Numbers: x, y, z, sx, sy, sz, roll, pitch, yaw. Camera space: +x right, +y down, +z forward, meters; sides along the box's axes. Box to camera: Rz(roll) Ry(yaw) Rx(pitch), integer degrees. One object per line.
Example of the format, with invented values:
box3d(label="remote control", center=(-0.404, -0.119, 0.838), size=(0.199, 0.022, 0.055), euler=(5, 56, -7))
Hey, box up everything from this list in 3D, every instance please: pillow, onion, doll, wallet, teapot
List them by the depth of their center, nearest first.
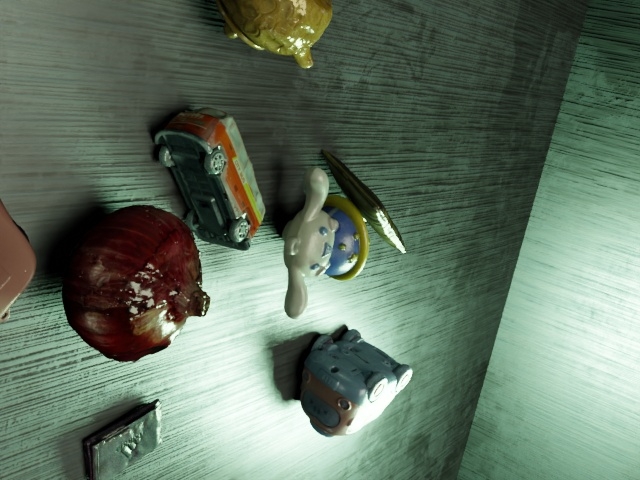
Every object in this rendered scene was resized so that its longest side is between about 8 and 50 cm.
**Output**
box3d(label="onion", center=(-0.269, 0.071, 1.194), size=(0.252, 0.219, 0.252), euler=(-49, 149, -42))
box3d(label="teapot", center=(-0.102, -0.390, 1.248), size=(0.167, 0.203, 0.311), euler=(-34, 130, 22))
box3d(label="wallet", center=(-0.355, 0.369, 1.416), size=(0.166, 0.030, 0.111), euler=(-27, 134, -46))
box3d(label="doll", center=(-0.005, -0.030, 1.615), size=(0.242, 0.159, 0.311), euler=(-20, 126, -34))
box3d(label="pillow", center=(0.096, -0.082, 1.688), size=(0.052, 0.208, 0.212), euler=(-41, 146, 1))

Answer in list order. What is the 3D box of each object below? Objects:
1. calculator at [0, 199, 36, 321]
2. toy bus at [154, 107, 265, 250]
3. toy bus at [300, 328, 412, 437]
box3d(label="calculator", center=(-0.487, 0.018, 0.990), size=(0.220, 0.048, 0.330), euler=(-56, 149, -23))
box3d(label="toy bus", center=(-0.180, -0.109, 1.327), size=(0.120, 0.121, 0.265), euler=(-57, 147, -34))
box3d(label="toy bus", center=(0.070, 0.372, 1.931), size=(0.294, 0.197, 0.232), euler=(-4, 122, -58))
